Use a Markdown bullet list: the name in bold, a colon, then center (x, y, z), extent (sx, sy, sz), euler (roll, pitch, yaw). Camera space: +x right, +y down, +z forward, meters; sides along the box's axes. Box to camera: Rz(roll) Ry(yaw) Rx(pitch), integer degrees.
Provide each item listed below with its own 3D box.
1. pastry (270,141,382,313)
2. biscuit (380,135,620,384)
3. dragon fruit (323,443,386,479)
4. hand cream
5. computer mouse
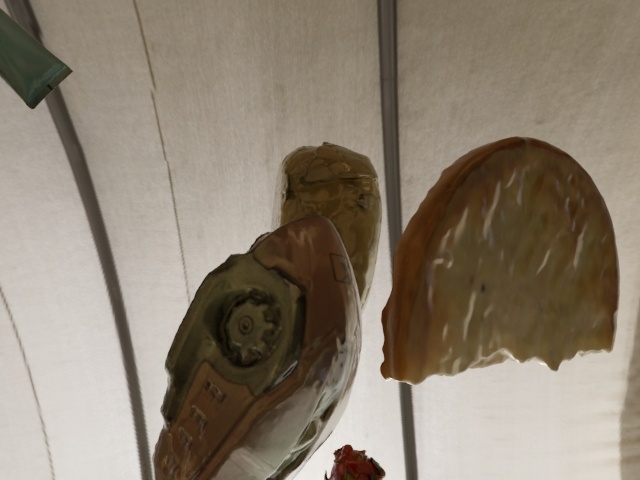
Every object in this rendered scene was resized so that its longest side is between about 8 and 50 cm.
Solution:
- **pastry**: center (0.000, 0.001, 0.810), extent (0.133, 0.265, 0.265), euler (8, -96, -6)
- **biscuit**: center (0.170, 0.016, 0.536), extent (0.308, 0.040, 0.205), euler (3, -87, -38)
- **dragon fruit**: center (0.064, 0.372, 0.956), extent (0.116, 0.086, 0.081), euler (46, -109, -2)
- **hand cream**: center (-0.557, -0.361, 1.007), extent (0.312, 0.070, 0.111), euler (49, -129, -26)
- **computer mouse**: center (-0.052, 0.164, 0.575), extent (0.114, 0.199, 0.389), euler (20, -90, 37)
